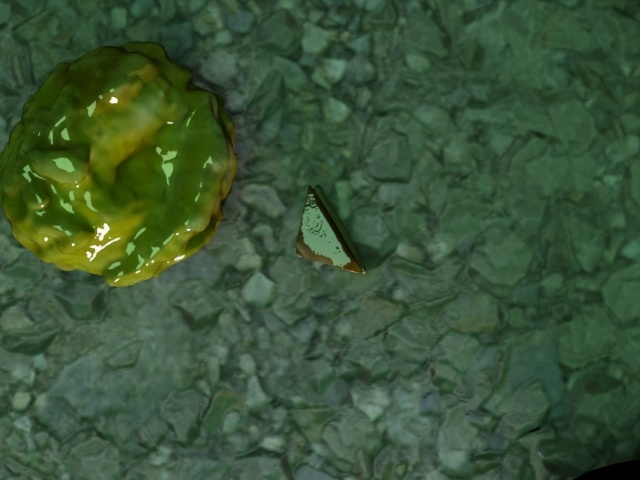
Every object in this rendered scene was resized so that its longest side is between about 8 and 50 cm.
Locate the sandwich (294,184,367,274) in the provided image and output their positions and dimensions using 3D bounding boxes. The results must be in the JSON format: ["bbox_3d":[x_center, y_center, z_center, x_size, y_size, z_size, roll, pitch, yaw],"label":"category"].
[{"bbox_3d":[0.000,0.000,1.342,0.044,0.031,0.083,-32,85,8],"label":"sandwich"}]

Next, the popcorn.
[{"bbox_3d":[-0.159,-0.059,1.306,0.198,0.155,0.197,-4,101,-19],"label":"popcorn"}]

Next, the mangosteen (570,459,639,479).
[{"bbox_3d":[0.261,0.300,1.195,0.313,0.297,0.297,9,98,-25],"label":"mangosteen"}]
